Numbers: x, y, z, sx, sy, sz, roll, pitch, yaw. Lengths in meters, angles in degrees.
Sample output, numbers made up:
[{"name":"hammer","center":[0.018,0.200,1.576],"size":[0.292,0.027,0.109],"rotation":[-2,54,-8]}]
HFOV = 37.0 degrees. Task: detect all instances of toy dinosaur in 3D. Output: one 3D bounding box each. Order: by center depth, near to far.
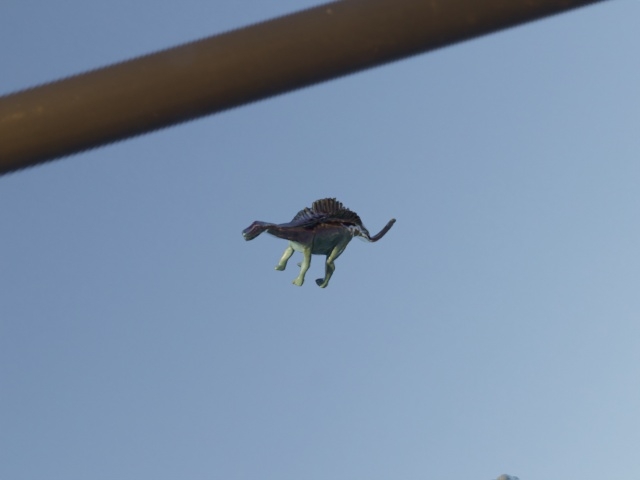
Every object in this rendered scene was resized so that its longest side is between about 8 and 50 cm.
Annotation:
[{"name":"toy dinosaur","center":[0.000,0.000,0.906],"size":[0.197,0.045,0.080],"rotation":[-3,-58,-44]}]

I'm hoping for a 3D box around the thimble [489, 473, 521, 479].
[{"name":"thimble","center":[0.130,0.311,0.766],"size":[0.172,0.205,0.250],"rotation":[48,-111,-11]}]
